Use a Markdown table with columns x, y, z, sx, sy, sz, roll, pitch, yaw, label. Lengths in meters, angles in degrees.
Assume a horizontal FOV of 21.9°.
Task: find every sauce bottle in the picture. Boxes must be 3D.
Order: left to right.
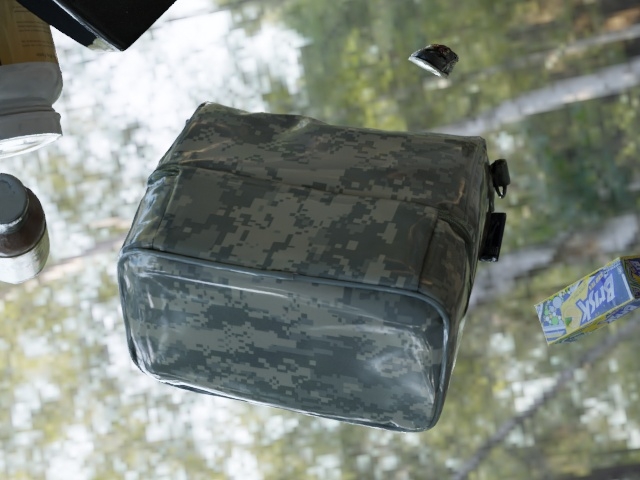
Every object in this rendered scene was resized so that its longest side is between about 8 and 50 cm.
| x | y | z | sx | sy | sz | roll | pitch | yaw | label |
| --- | --- | --- | --- | --- | --- | --- | --- | --- | --- |
| -0.434 | -0.020 | 2.292 | 0.344 | 0.111 | 0.111 | 115 | 148 | -77 | sauce bottle |

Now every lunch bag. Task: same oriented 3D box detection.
| x | y | z | sx | sy | sz | roll | pitch | yaw | label |
| --- | --- | --- | --- | --- | --- | --- | --- | --- | --- |
| 0.000 | 0.000 | 1.448 | 0.212 | 0.305 | 0.256 | 88 | -166 | -51 | lunch bag |

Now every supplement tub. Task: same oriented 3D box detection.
| x | y | z | sx | sy | sz | roll | pitch | yaw | label |
| --- | --- | --- | --- | --- | --- | --- | --- | --- | --- |
| -0.475 | -0.270 | 2.225 | 0.228 | 0.228 | 0.316 | -3 | -102 | -79 | supplement tub |

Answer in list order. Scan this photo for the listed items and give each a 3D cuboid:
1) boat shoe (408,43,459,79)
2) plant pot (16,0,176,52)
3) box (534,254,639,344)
| x | y | z | sx | sy | sz | roll | pitch | yaw | label |
| --- | --- | --- | --- | --- | --- | --- | --- | --- | --- |
| 0.151 | -0.242 | 2.194 | 0.042 | 0.049 | 0.133 | -63 | -14 | 9 | boat shoe |
| -0.258 | -0.323 | 1.935 | 0.167 | 0.188 | 0.187 | 48 | 166 | -23 | plant pot |
| 0.352 | 0.076 | 2.109 | 0.054 | 0.169 | 0.059 | -5 | -110 | -37 | box |
